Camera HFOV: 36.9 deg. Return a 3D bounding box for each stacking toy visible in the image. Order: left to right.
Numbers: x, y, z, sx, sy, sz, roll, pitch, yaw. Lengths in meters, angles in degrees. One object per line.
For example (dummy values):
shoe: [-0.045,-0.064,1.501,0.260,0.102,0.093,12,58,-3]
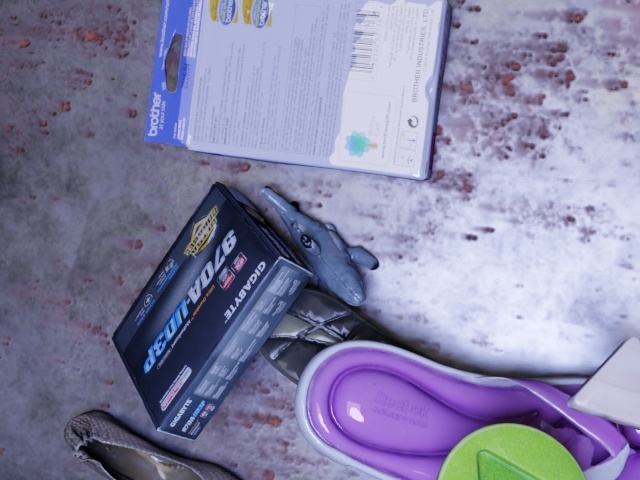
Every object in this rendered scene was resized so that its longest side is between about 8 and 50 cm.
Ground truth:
stacking toy: [0.244,0.265,0.841,0.309,0.130,0.279,-31,76,-15]

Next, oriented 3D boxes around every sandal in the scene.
sandal: [0.066,0.158,0.992,0.303,0.086,0.120,41,78,9]
sandal: [0.180,0.197,0.894,0.416,0.102,0.169,10,79,-4]

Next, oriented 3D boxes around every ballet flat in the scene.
ballet flat: [-0.183,0.266,1.074,0.250,0.058,0.084,27,99,13]

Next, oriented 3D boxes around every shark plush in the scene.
shark plush: [0.000,0.000,1.013,0.073,0.067,0.161,-31,84,14]

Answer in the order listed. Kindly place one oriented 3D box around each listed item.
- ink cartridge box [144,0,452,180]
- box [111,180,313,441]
ink cartridge box: [-0.026,-0.173,1.018,0.311,0.065,0.186,8,94,12]
box: [-0.121,0.070,1.007,0.220,0.051,0.175,-54,39,10]
